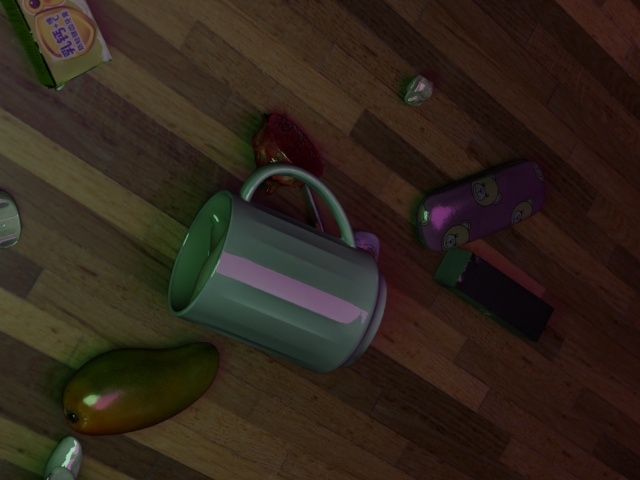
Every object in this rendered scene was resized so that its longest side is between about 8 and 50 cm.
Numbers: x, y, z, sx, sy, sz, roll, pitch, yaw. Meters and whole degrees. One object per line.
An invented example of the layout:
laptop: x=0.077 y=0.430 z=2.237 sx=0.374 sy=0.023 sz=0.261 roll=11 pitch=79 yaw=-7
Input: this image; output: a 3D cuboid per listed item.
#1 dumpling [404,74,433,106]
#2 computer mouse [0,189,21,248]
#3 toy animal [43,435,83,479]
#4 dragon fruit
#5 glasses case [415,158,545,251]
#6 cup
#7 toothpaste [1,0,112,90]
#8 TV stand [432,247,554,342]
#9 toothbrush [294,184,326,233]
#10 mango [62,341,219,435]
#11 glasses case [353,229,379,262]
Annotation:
dumpling: x=0.192 y=-0.287 z=2.108 sx=0.052 sy=0.076 sz=0.057 roll=20 pitch=86 yaw=-8
computer mouse: x=-0.520 y=-0.035 z=1.758 sx=0.066 sy=0.039 sz=0.096 roll=-18 pitch=116 yaw=-26
toy animal: x=-0.420 y=0.512 z=1.834 sx=0.154 sy=0.208 sz=0.325 roll=-13 pitch=104 yaw=-2
dragon fruit: x=-0.083 y=-0.145 z=1.958 sx=0.111 sy=0.153 sz=0.153 roll=-38 pitch=122 yaw=21
glasses case: x=0.330 y=-0.074 z=2.218 sx=0.316 sy=0.076 sz=0.123 roll=-21 pitch=110 yaw=-25
cup: x=-0.053 y=0.041 z=1.899 sx=0.326 sy=0.237 sz=0.323 roll=23 pitch=96 yaw=-22
toothpaste: x=-0.449 y=-0.406 z=1.701 sx=0.110 sy=0.077 sz=0.327 roll=-33 pitch=115 yaw=-23
TV stand: x=0.364 y=0.113 z=2.275 sx=0.269 sy=0.082 sz=0.088 roll=32 pitch=85 yaw=-30
toothbrush: x=0.003 y=-0.001 z=2.053 sx=0.031 sy=0.023 sz=0.321 roll=-24 pitch=102 yaw=-15
mango: x=-0.311 y=0.257 z=1.885 sx=0.289 sy=0.129 sz=0.146 roll=-3 pitch=92 yaw=-34
glasses case: x=0.067 y=0.068 z=2.113 sx=0.067 sy=0.045 sz=0.179 roll=11 pitch=94 yaw=-25
